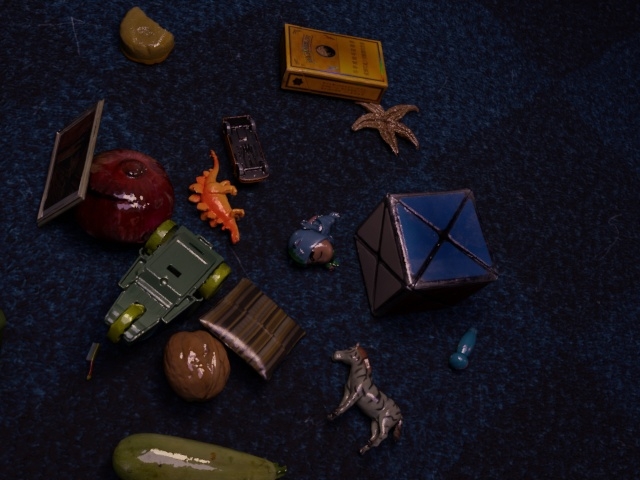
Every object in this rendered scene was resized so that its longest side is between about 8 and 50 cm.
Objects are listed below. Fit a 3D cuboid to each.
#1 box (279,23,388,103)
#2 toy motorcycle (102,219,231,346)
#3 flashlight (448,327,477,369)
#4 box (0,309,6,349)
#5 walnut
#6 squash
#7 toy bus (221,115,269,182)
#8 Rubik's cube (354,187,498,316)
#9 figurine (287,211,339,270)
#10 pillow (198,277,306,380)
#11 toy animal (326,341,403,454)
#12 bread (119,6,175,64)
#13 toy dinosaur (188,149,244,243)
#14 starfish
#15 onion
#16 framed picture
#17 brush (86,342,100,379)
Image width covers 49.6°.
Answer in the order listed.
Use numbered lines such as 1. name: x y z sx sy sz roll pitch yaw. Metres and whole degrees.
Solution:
1. box: 0.035 -0.514 2.015 0.301 0.084 0.193 6 54 -15
2. toy motorcycle: -0.371 0.127 1.554 0.191 0.200 0.326 40 51 0
3. flashlight: 0.375 0.280 1.804 0.051 0.051 0.129 34 59 -1
4. box: -0.746 0.174 1.337 0.253 0.329 0.178 45 49 3
5. walnut: -0.276 0.279 1.540 0.166 0.149 0.166 34 30 -23
6. squash: -0.254 0.486 1.468 0.370 0.118 0.118 15 63 -17
7. toy bus: -0.201 -0.230 1.823 0.083 0.088 0.194 -9 68 -22
8. Rubik's cube: 0.259 0.033 1.764 0.259 0.255 0.260 -2 69 -21
9. figurine: 0.001 0.004 1.779 0.144 0.114 0.178 36 52 -2
10. pillow: -0.154 0.203 1.631 0.212 0.052 0.208 42 35 1
11. toy animal: 0.089 0.380 1.645 0.170 0.090 0.255 -22 78 -29
12. bread: -0.483 -0.549 1.878 0.156 0.086 0.125 43 71 8
13. toy dinosaur: -0.274 -0.112 1.759 0.117 0.070 0.288 -13 67 -23
14. starfish: 0.198 -0.344 2.031 0.240 0.043 0.227 -28 77 -25
15. onion: -0.460 -0.108 1.624 0.246 0.190 0.246 13 46 -14
16. framed picture: -0.586 -0.182 1.614 0.016 0.216 0.273 26 55 -41
17. brush: -0.509 0.268 1.534 0.021 0.019 0.083 10 63 -3
